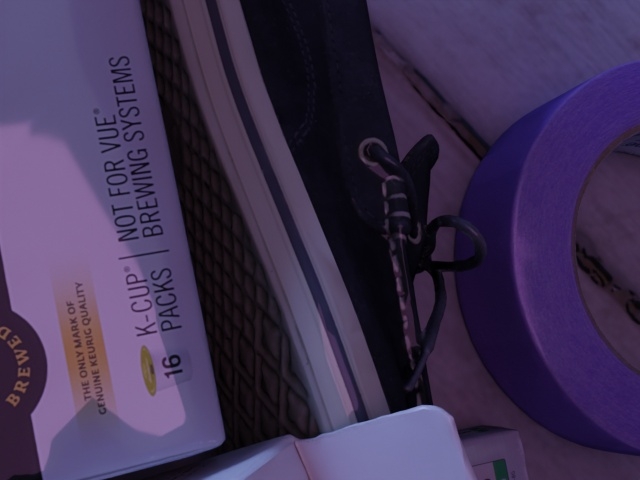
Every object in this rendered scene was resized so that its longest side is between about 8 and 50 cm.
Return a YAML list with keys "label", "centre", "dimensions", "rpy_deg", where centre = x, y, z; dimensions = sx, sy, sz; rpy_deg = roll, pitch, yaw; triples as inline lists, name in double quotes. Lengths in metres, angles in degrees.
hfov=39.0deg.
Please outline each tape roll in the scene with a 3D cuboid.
- label: "tape roll"
  centre: [0.239, 0.015, 0.644]
  dimensions: [0.275, 0.090, 0.275]
  rpy_deg: [3, 81, -16]

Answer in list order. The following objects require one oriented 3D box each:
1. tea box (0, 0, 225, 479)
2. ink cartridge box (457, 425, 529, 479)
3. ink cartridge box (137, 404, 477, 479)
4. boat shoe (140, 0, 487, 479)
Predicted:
- label: "tea box"
  centre: [-0.247, -0.028, 0.439]
  dimensions: [0.323, 0.220, 0.329]
  rpy_deg: [-10, 84, -18]
- label: "ink cartridge box"
  centre: [0.036, 0.228, 0.573]
  dimensions: [0.225, 0.056, 0.181]
  rpy_deg: [-8, 84, -19]
- label: "ink cartridge box"
  centre: [-0.079, 0.221, 0.394]
  dimensions: [0.119, 0.353, 0.207]
  rpy_deg: [-21, 87, -62]
- label: "boat shoe"
  centre: [0.000, 0.000, 0.518]
  dimensions: [0.156, 0.187, 0.500]
  rpy_deg: [-10, 76, -28]
